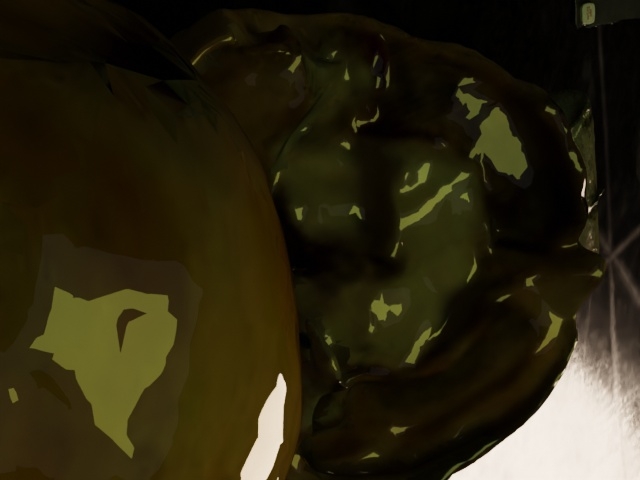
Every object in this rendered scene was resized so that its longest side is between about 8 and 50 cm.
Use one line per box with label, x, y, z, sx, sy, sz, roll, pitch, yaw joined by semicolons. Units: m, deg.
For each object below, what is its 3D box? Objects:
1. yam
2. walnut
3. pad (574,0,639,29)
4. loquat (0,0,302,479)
yam;0.132;-0.012;1.129;0.069;0.069;0.147;-28;118;-50
walnut;0.007;-0.010;0.860;0.204;0.141;0.238;-37;115;-5
pad;0.191;-0.234;1.224;0.116;0.004;0.193;-15;109;-54
loquat;-0.134;0.035;0.621;0.263;0.263;0.263;-17;111;-53
